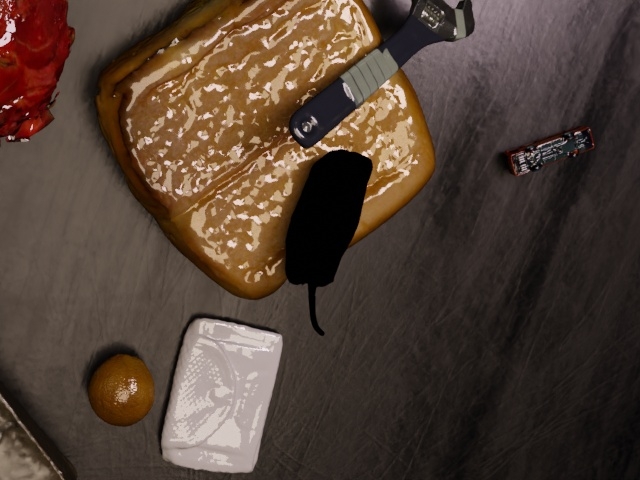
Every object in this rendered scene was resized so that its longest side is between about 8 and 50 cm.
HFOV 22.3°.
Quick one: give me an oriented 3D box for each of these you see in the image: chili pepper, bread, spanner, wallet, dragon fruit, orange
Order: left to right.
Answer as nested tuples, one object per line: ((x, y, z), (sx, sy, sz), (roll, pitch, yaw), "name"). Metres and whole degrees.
((-0.392, -0.219, 1.666), (0.295, 0.295, 0.301), (8, 103, -14), "dragon fruit")
((-0.229, 0.173, 1.876), (0.085, 0.085, 0.085), (-2, 99, -13), "orange")
((-0.117, 0.187, 1.924), (0.124, 0.032, 0.183), (12, 94, -17), "wallet")
((-0.061, -0.126, 1.835), (0.337, 0.148, 0.328), (-37, 109, -9), "bread")
((-0.002, -0.001, 1.760), (0.072, 0.073, 0.204), (19, 81, -3), "chili pepper")
((0.066, -0.200, 1.781), (0.316, 0.024, 0.087), (-42, 108, -34), "spanner")

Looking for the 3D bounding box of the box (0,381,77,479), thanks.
((-0.406, 0.241, 1.808), (0.184, 0.143, 0.273), (-37, 104, -5), "box")

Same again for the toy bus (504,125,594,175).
((0.276, -0.110, 1.965), (0.110, 0.043, 0.031), (-19, 105, -12), "toy bus")
